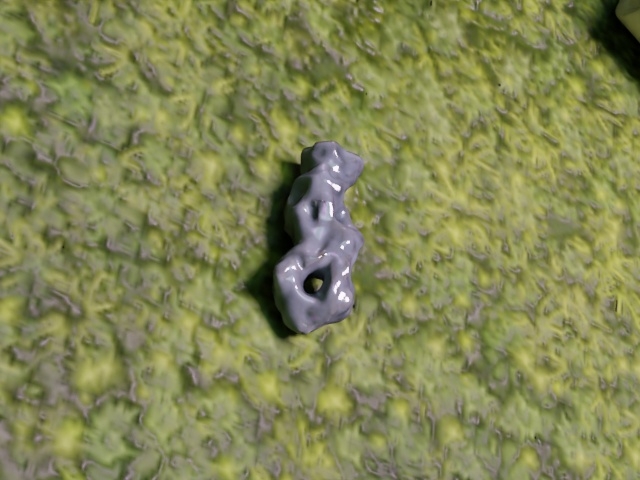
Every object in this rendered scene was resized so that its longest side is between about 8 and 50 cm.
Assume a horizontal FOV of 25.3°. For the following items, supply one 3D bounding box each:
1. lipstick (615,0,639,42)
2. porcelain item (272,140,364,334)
[{"bbox_3d":[0.300,-0.034,0.781,0.327,0.087,0.087,46,49,-11],"label":"lipstick"},{"bbox_3d":[0.000,0.000,0.578,0.036,0.028,0.083,16,59,-11],"label":"porcelain item"}]
